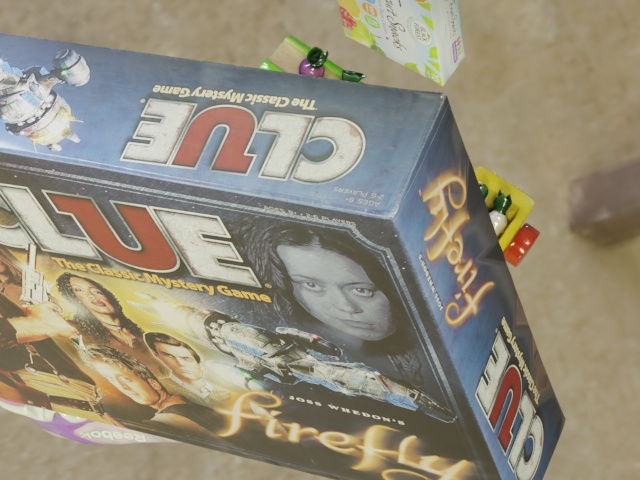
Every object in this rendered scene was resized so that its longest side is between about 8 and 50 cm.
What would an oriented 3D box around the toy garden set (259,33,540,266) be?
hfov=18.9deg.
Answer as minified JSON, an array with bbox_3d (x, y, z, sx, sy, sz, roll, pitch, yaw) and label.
[{"bbox_3d":[0.000,0.000,1.133,0.204,0.049,0.244,34,58,8],"label":"toy garden set"}]

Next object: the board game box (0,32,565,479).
[{"bbox_3d":[-0.060,0.006,0.588,0.042,0.243,0.165,-65,150,-28],"label":"board game box"}]

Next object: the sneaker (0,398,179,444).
[{"bbox_3d":[-0.120,0.111,1.402,0.104,0.236,0.095,81,17,-60],"label":"sneaker"}]

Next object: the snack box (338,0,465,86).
[{"bbox_3d":[0.060,-0.191,1.516,0.037,0.100,0.141,-54,157,-18],"label":"snack box"}]
